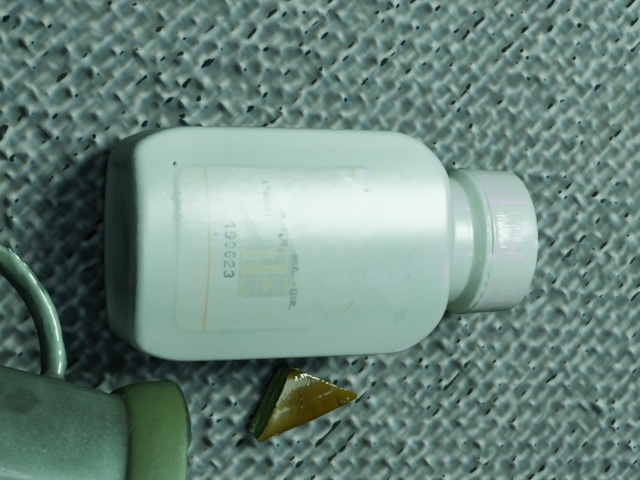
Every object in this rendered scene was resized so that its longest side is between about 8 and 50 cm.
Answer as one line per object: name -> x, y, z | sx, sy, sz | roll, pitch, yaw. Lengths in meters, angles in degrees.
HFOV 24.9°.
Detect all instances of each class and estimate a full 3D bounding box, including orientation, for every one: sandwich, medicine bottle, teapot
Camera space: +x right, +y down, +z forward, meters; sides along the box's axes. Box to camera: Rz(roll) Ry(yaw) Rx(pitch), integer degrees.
sandwich -> -0.018, 0.112, 1.067 | 0.083, 0.031, 0.044 | -21, 103, -18
medicine bottle -> 0.000, 0.000, 1.027 | 0.296, 0.111, 0.161 | -2, 95, -20
teapot -> -0.263, 0.119, 0.893 | 0.337, 0.200, 0.271 | 16, 74, -20
